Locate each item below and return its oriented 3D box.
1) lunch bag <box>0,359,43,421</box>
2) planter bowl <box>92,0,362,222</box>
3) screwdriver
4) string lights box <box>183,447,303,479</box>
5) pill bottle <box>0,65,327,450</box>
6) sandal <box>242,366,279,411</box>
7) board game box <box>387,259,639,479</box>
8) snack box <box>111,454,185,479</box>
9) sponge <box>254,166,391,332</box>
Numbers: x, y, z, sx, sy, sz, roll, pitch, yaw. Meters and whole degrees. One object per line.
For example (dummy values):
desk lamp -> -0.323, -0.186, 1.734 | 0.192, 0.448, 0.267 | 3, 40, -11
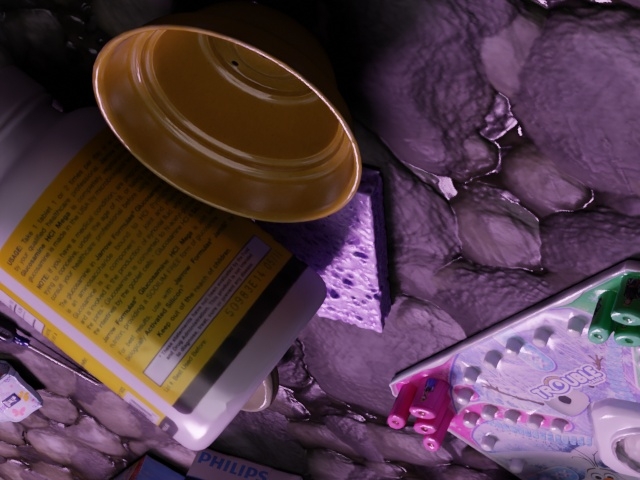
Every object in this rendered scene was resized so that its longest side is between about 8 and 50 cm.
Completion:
lunch bag -> -0.380, 0.180, 1.915 | 0.083, 0.053, 0.071 | -9, 137, 29
planter bowl -> -0.056, -0.115, 1.224 | 0.217, 0.090, 0.217 | 17, 147, 12
screwdriver -> -0.318, 0.122, 1.827 | 0.170, 0.025, 0.024 | 27, 149, -21
string lights box -> -0.124, 0.374, 1.826 | 0.133, 0.260, 0.077 | 15, 146, 17
pill bottle -> -0.175, 0.008, 1.372 | 0.334, 0.188, 0.188 | 39, 147, 0
sandal -> -0.160, 0.079, 1.583 | 0.120, 0.086, 0.303 | -10, 134, 43
board game box -> 0.306, 0.198, 1.478 | 0.390, 0.050, 0.390 | 34, 147, -15
snack box -> -0.195, 0.364, 2.041 | 0.174, 0.070, 0.207 | 31, 149, -11
sponge -> 0.000, 0.000, 1.412 | 0.117, 0.031, 0.210 | 15, 147, 16
